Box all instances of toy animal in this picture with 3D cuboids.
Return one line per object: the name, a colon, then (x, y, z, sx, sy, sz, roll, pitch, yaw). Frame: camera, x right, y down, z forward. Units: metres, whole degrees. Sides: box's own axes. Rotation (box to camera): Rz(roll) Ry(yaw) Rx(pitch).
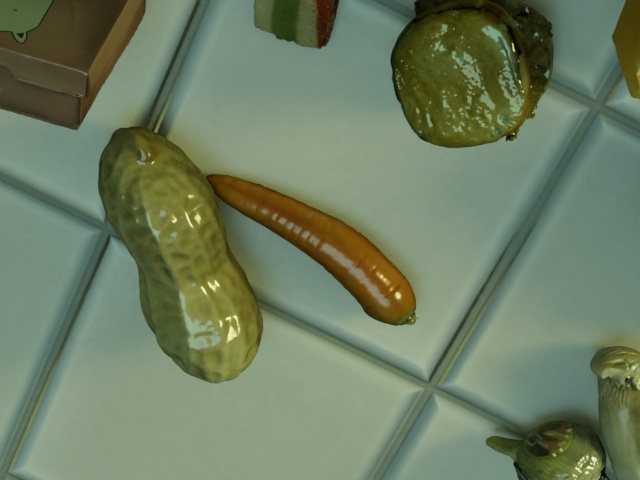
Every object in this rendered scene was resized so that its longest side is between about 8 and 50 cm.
toy animal: (0.252, 0.248, 2.065, 0.137, 0.098, 0.098, -1, 122, 37)

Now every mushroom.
mushroom: (0.345, 0.210, 2.017, 0.092, 0.081, 0.223, -22, 111, 18)

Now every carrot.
carrot: (0.000, -0.001, 2.003, 0.271, 0.066, 0.062, 39, 79, -6)

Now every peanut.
peanut: (-0.153, 0.013, 2.011, 0.136, 0.120, 0.298, 6, 123, 48)

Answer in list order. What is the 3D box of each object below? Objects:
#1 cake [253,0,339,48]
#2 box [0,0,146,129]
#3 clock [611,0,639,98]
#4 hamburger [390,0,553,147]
cake: (-0.013, -0.296, 1.836, 0.086, 0.117, 0.220, 17, 156, 8)
box: (-0.293, -0.226, 1.853, 0.215, 0.215, 0.086, 16, 136, 4)
clock: (0.444, -0.213, 1.685, 0.317, 0.200, 0.244, 16, 126, -4)
hamburger: (0.144, -0.181, 1.815, 0.159, 0.131, 0.185, -5, 113, 27)
